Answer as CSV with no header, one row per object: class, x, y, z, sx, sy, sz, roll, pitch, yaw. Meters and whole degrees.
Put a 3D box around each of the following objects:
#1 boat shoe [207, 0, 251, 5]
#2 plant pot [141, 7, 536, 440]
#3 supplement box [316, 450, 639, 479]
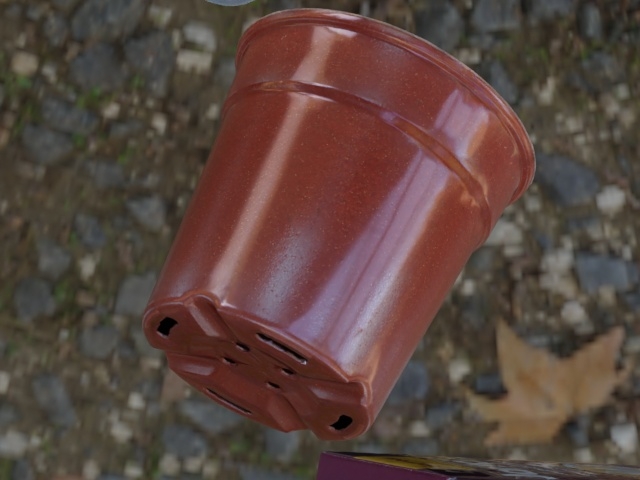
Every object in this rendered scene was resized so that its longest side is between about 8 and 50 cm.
boat shoe,-0.012,-0.238,0.837,0.109,0.094,0.302,23,132,8
plant pot,0.000,0.000,1.594,0.272,0.265,0.272,21,154,11
supplement box,0.100,0.133,0.805,0.188,0.104,0.081,6,87,-29
